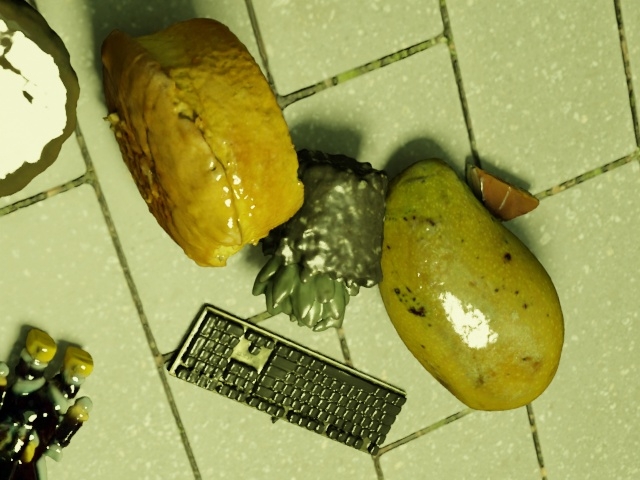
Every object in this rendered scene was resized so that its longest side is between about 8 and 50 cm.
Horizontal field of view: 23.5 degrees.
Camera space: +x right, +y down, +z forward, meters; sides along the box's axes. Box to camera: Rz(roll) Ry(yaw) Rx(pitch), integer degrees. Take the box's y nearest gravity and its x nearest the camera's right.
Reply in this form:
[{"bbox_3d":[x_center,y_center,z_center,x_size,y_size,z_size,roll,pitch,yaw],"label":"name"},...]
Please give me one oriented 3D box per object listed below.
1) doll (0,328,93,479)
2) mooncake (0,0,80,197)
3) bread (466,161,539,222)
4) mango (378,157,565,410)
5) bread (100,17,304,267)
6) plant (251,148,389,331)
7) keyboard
[{"bbox_3d":[-0.358,0.254,1.703,0.145,0.103,0.316,27,91,-46],"label":"doll"},{"bbox_3d":[-0.360,-0.152,1.522,0.228,0.124,0.228,-11,120,-19],"label":"mooncake"},{"bbox_3d":[0.209,-0.049,1.864,0.109,0.043,0.062,26,97,-32],"label":"bread"},{"bbox_3d":[0.170,0.063,1.826,0.329,0.176,0.176,51,55,-29],"label":"mango"},{"bbox_3d":[-0.123,-0.105,1.574,0.146,0.268,0.268,-28,120,-16],"label":"bread"},{"bbox_3d":[0.000,0.000,1.742,0.129,0.132,0.194,12,101,-24],"label":"plant"},{"bbox_3d":[-0.034,0.178,1.861,0.317,0.027,0.106,25,99,-31],"label":"keyboard"}]
